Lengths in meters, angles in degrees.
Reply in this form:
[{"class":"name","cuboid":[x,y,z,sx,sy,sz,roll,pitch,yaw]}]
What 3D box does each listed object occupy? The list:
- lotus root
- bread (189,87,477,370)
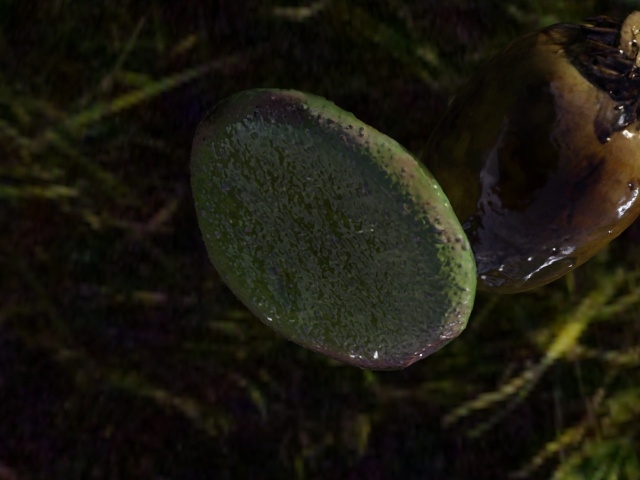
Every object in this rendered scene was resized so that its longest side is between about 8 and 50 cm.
[{"class":"lotus root","cuboid":[0.161,-0.055,1.402,0.141,0.169,0.314,7,138,-37]},{"class":"bread","cuboid":[0.000,0.000,1.231,0.228,0.033,0.228,22,138,22]}]
